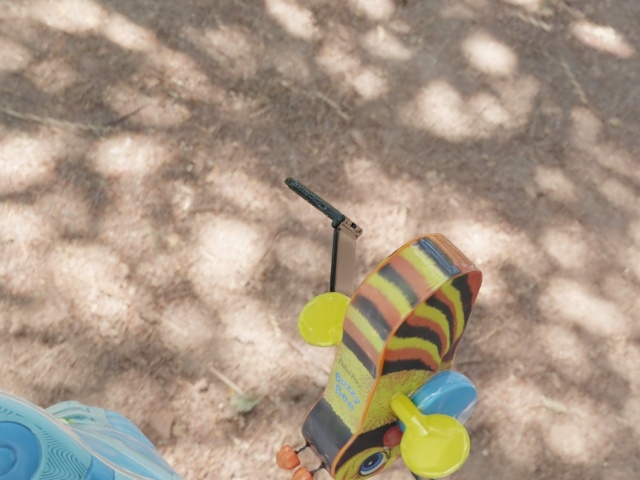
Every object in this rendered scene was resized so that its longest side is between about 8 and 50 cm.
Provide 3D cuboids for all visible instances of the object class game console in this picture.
[{"bbox_3d":[0.000,0.000,1.043,0.107,0.071,0.122,37,1,12],"label":"game console"}]

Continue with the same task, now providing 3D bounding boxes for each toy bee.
[{"bbox_3d":[0.047,0.144,0.856,0.162,0.298,0.195,-21,25,-26],"label":"toy bee"}]

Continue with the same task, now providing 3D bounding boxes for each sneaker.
[{"bbox_3d":[-0.219,0.168,0.761,0.319,0.208,0.127,41,80,-35],"label":"sneaker"}]
